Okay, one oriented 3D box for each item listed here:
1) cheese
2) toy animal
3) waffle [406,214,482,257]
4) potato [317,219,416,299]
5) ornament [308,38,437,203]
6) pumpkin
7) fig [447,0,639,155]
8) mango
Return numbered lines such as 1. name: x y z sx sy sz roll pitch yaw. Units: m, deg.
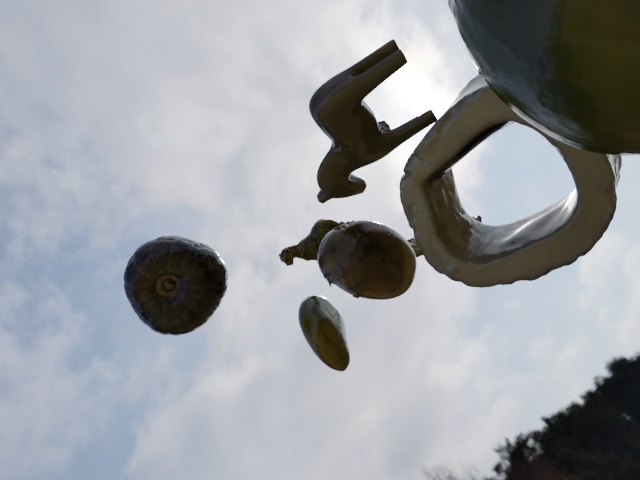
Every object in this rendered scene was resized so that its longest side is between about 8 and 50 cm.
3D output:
1. cheese: 0.280 -0.093 1.081 0.332 0.292 0.153 -39 5 35
2. toy animal: 0.000 0.000 1.663 0.136 0.073 0.181 17 -43 -27
3. waffle: 0.358 -0.004 2.172 0.300 0.058 0.281 -20 4 15
4. potato: 0.083 0.034 1.217 0.137 0.176 0.137 -176 90 -87
5. ornament: 0.062 -0.170 1.126 0.245 0.061 0.230 -31 -41 12
6. pumpkin: -0.309 0.091 1.487 0.219 0.219 0.162 -62 3 13
7. fig: 0.300 -0.249 0.724 0.343 0.343 0.343 -34 -36 -30
8. mango: 0.009 0.195 1.541 0.085 0.191 0.122 -34 -53 6
